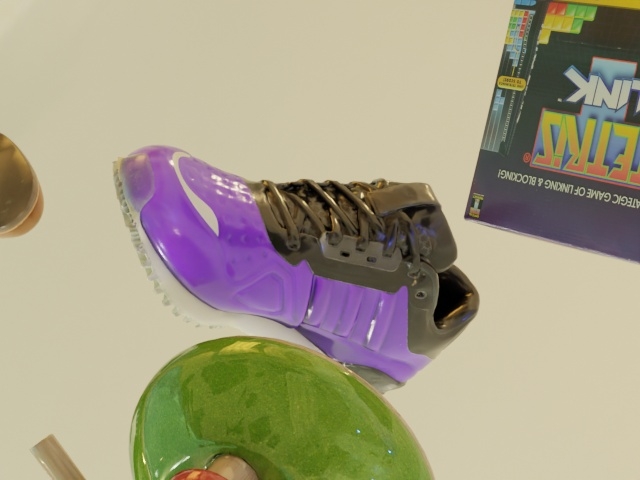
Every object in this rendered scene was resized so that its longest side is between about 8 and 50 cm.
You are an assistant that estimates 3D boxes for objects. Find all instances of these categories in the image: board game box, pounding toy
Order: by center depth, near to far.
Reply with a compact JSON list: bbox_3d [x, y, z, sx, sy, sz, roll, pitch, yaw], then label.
[{"bbox_3d":[0.159,-0.061,0.963,0.170,0.048,0.141,16,-87,52],"label":"board game box"},{"bbox_3d":[-0.059,0.164,0.989,0.237,0.183,0.110,-28,-167,37],"label":"pounding toy"}]

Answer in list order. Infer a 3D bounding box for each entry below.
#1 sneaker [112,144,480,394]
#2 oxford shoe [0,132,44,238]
[{"bbox_3d":[0.000,-0.001,1.126,0.146,0.293,0.102,-32,-128,18],"label":"sneaker"},{"bbox_3d":[-0.244,-0.033,1.342,0.076,0.076,0.212,-51,-148,-11],"label":"oxford shoe"}]
